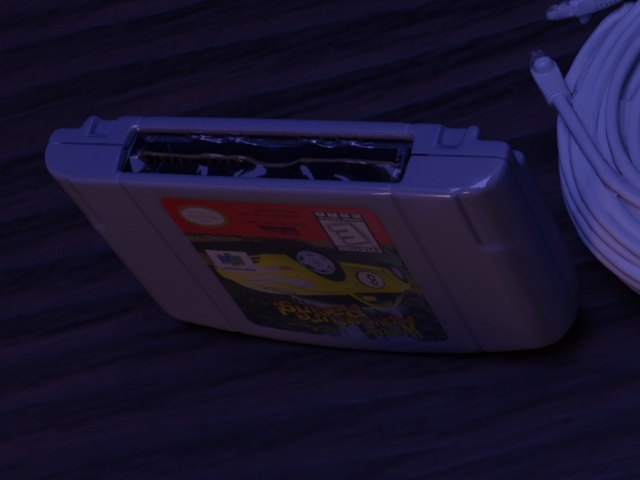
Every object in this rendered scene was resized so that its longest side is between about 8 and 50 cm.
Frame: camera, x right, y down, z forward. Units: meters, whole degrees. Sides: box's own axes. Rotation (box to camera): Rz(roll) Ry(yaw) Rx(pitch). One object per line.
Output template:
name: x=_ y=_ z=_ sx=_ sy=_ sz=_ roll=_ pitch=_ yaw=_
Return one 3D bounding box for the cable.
cable: x=0.269 y=-0.061 z=1.100 sx=0.257 sy=0.089 sz=0.257 roll=-17 pitch=57 yaw=13

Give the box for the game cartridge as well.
game cartridge: x=0.000 y=0.000 z=1.113 sx=0.294 sy=0.196 sz=0.060 roll=3 pitch=63 yaw=26
